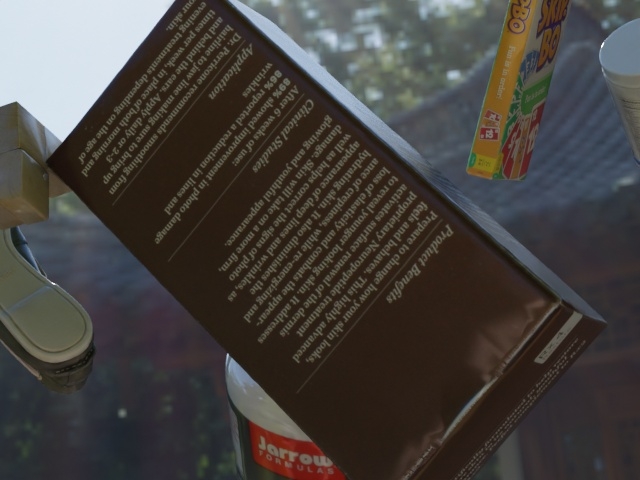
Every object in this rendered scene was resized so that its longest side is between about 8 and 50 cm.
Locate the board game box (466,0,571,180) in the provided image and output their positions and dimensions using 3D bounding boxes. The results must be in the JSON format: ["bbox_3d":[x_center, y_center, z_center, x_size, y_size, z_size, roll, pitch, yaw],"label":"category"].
[{"bbox_3d":[0.205,-0.188,1.658,0.039,0.259,0.124,14,6,21],"label":"board game box"}]

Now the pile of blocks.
[{"bbox_3d":[-0.331,-0.093,1.351,0.149,0.362,0.112,-48,-31,-4],"label":"pile of blocks"}]

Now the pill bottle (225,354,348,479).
[{"bbox_3d":[0.023,0.167,1.524,0.210,0.210,0.363,-6,-57,-1],"label":"pill bottle"}]

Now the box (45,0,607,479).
[{"bbox_3d":[0.000,0.000,1.228,0.191,0.381,0.143,-50,-25,9],"label":"box"}]

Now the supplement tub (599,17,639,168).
[{"bbox_3d":[0.251,-0.103,1.231,0.071,0.071,0.107,-11,-50,21],"label":"supplement tub"}]

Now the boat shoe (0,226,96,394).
[{"bbox_3d":[-0.368,0.046,1.910,0.112,0.335,0.095,-28,-32,-26],"label":"boat shoe"}]
